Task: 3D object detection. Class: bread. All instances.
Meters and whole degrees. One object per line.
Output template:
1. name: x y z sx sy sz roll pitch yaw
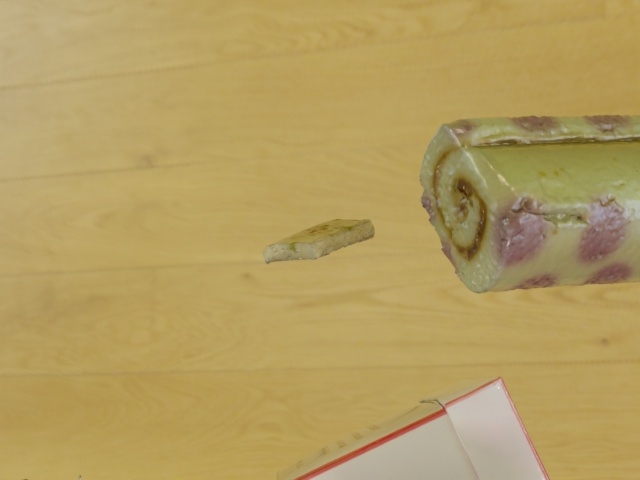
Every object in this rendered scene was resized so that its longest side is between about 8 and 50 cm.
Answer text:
1. bread: 0.295 -0.040 1.503 0.155 0.338 0.187 109 147 -42
2. bread: 0.000 0.000 1.562 0.068 0.154 0.028 -3 100 33

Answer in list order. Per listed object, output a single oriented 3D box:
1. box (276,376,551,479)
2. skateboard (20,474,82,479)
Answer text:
1. box: 0.137 0.366 1.665 0.300 0.314 0.312 -25 85 -4
2. skateboard: -0.342 0.326 1.709 0.083 0.032 0.064 -9 31 2
